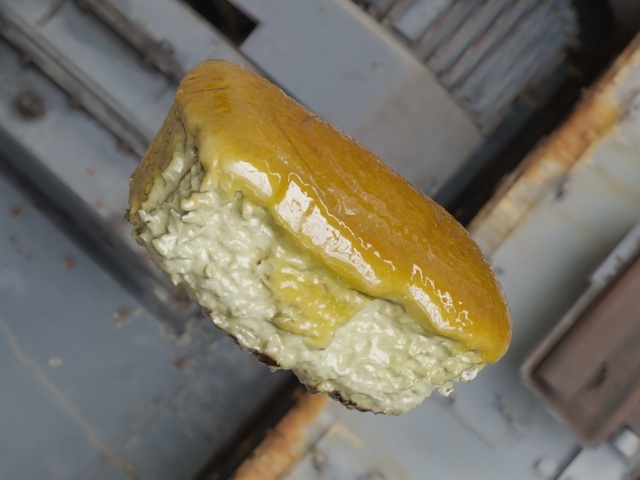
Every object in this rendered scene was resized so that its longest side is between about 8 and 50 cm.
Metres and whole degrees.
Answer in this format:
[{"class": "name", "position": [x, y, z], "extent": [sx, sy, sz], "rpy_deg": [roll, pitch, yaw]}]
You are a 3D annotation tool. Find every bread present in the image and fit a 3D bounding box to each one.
[{"class": "bread", "position": [0.000, 0.000, 0.902], "extent": [0.121, 0.245, 0.174], "rpy_deg": [-49, -160, 24]}]
